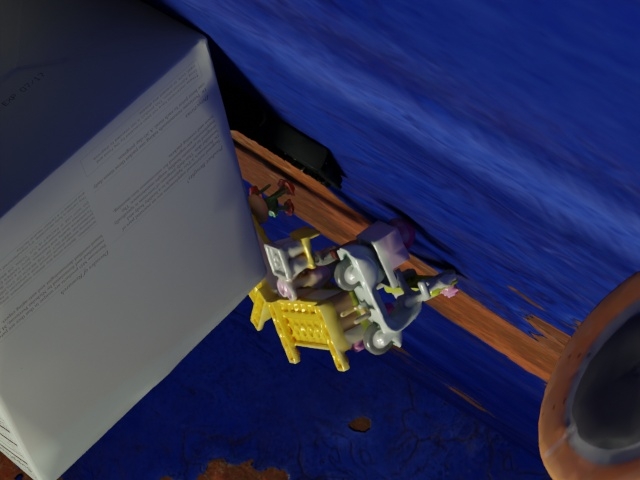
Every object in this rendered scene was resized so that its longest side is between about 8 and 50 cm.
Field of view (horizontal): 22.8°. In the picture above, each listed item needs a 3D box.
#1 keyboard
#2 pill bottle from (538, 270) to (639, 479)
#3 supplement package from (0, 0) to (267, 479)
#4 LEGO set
[{"bbox_3d":[-0.078,-0.081,0.964,0.192,0.038,0.100,31,174,16],"label":"keyboard"},{"bbox_3d":[0.184,0.103,0.521,0.245,0.130,0.130,36,174,-24],"label":"pill bottle"},{"bbox_3d":[-0.160,-0.014,0.889,0.149,0.194,0.203,32,153,30],"label":"supplement package"},{"bbox_3d":[0.000,0.000,1.105,0.287,0.107,0.132,34,143,52],"label":"LEGO set"}]
